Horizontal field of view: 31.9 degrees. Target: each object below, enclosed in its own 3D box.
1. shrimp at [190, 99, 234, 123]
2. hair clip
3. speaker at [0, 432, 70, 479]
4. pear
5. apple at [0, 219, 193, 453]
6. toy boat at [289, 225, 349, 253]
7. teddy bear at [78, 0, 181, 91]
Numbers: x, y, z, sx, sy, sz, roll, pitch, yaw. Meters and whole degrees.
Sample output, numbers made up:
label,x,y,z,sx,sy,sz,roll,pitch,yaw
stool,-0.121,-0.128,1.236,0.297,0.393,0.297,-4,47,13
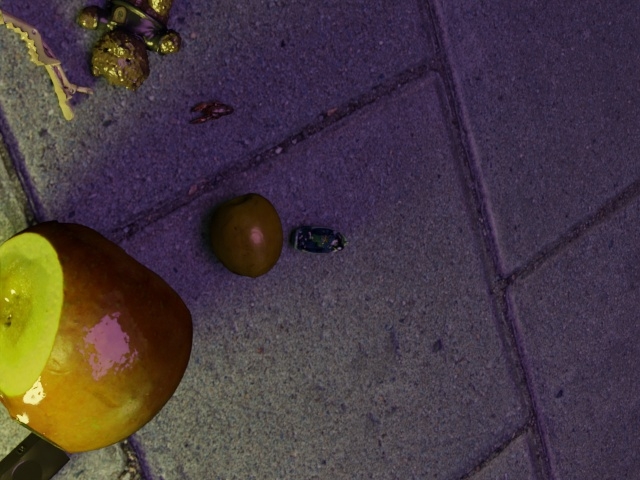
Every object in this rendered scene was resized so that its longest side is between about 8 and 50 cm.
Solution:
label,x,y,z,sx,sy,sz,roll,pitch,yaw
shrimp,-0.210,-0.250,2.148,0.092,0.029,0.038,-23,113,-29
hair clip,-0.472,-0.317,1.926,0.072,0.034,0.226,-47,122,-26
speaker,-0.556,0.442,2.003,0.218,0.044,0.082,-44,123,-23
pear,-0.144,-0.008,2.175,0.149,0.149,0.162,-20,112,-34
apple,-0.418,0.166,1.898,0.384,0.374,0.374,38,73,-6
toy boat,0.000,0.000,2.343,0.137,0.061,0.060,6,95,-40
teddy bear,-0.322,-0.394,1.977,0.129,0.182,0.251,-32,144,-74
